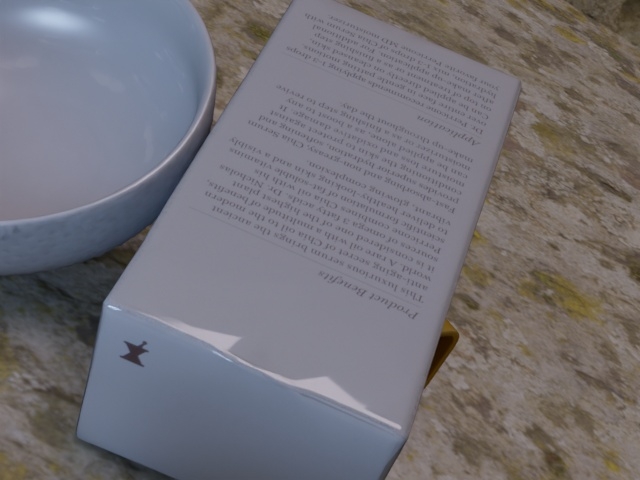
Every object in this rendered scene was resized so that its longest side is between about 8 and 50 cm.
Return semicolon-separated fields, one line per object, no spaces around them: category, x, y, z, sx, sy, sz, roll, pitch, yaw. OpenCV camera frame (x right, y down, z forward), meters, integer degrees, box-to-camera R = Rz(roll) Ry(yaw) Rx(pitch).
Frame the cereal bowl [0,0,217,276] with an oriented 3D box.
cereal bowl;-0.256;-0.100;1.113;0.339;0.141;0.339;2;52;-2

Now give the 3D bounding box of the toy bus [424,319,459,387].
toy bus;0.039;0.055;1.259;0.202;0.104;0.191;27;28;-11

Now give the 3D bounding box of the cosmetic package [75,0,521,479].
cosmetic package;0.000;0.000;1.100;0.230;0.161;0.453;24;43;2
